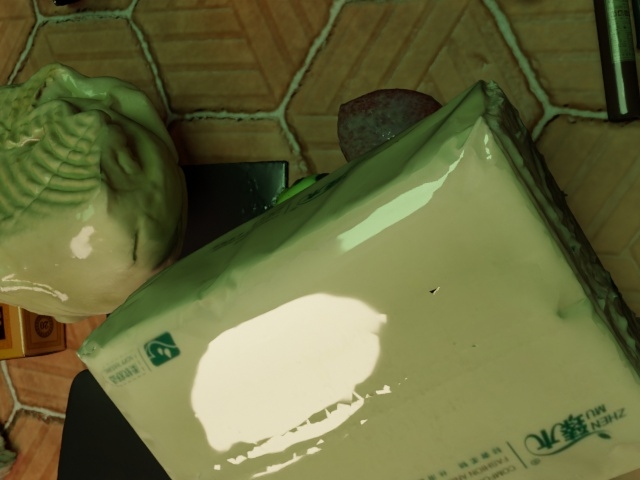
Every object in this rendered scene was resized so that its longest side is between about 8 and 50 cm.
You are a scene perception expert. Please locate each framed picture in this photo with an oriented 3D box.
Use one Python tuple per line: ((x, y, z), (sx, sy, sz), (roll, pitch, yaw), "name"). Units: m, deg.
((-0.150, 0.073, 0.844), (0.244, 0.013, 0.323), (0, 88, 25), "framed picture")

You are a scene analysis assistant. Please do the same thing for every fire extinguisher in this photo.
((0.270, -0.194, 0.652), (0.049, 0.035, 0.173), (-8, 88, 27), "fire extinguisher")

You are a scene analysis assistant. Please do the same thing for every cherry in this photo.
((0.111, -0.068, 0.694), (0.225, 0.090, 0.107), (35, 84, 13), "cherry")

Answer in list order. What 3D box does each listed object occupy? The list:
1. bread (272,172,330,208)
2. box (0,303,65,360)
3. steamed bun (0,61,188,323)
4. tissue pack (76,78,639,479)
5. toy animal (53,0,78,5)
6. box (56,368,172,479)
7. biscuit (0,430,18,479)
((0.000, 0.000, 0.744), (0.130, 0.071, 0.139), (15, 102, 23), "bread")
((-0.427, 0.018, 0.936), (0.174, 0.076, 0.274), (-10, 84, 25), "box")
((-0.259, -0.036, 0.784), (0.289, 0.203, 0.276), (-6, 58, 25), "steamed bun")
((0.048, 0.087, 0.607), (0.380, 0.207, 0.297), (-31, 103, 21), "tissue pack")
((-0.309, -0.379, 0.875), (0.218, 0.116, 0.179), (-8, 85, 30), "toy animal")
((-0.212, 0.263, 0.840), (0.212, 0.042, 0.201), (18, 102, 21), "box")
((-0.537, 0.258, 0.972), (0.281, 0.084, 0.179), (37, 102, 20), "biscuit")
